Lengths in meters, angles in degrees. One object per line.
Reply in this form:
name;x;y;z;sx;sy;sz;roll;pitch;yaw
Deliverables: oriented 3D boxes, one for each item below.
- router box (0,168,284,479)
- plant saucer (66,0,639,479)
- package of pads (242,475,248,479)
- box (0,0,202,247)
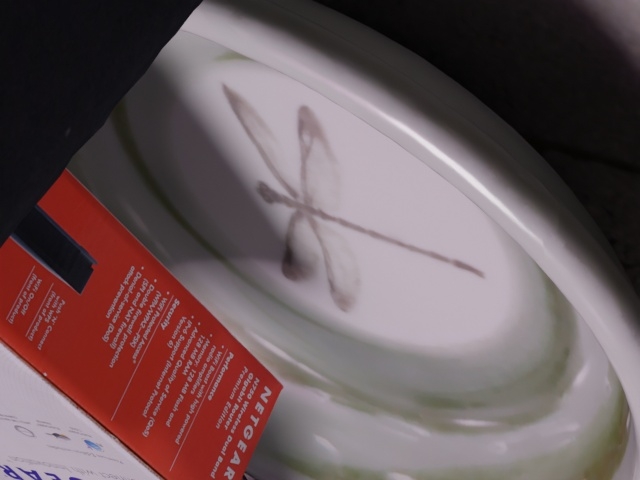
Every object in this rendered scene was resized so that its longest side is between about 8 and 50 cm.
router box;-0.232;0.012;0.811;0.335;0.082;0.301;2;146;40
plant saucer;0.000;0.000;0.800;0.400;0.100;0.400;27;151;16
package of pads;-0.143;0.193;1.001;0.101;0.229;0.296;32;-172;-33
box;-0.260;-0.201;0.403;0.297;0.472;0.480;5;140;42
